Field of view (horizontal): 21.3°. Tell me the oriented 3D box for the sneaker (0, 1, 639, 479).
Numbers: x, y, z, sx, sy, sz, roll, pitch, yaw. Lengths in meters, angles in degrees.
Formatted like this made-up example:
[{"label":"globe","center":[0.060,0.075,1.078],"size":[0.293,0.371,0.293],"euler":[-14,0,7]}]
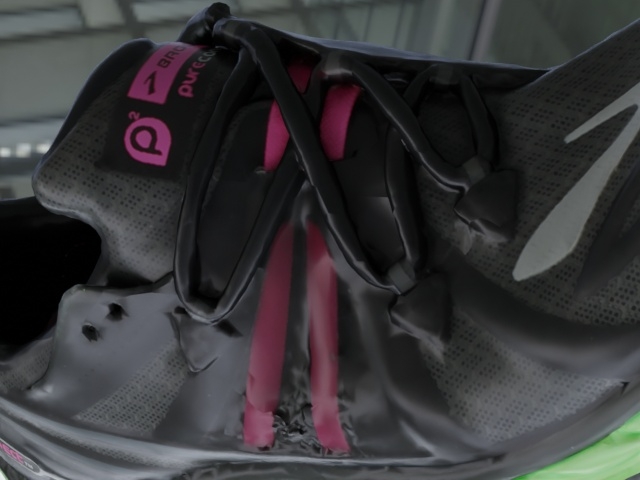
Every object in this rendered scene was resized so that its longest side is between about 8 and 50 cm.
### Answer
[{"label":"sneaker","center":[0.000,0.000,0.680],"size":[0.202,0.483,0.185],"euler":[47,-142,-28]}]
